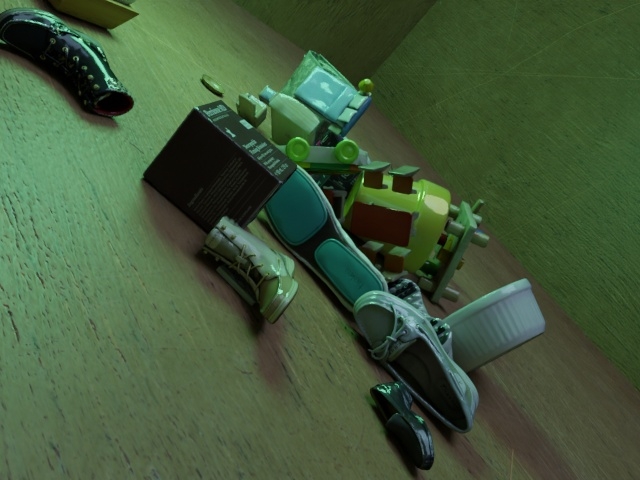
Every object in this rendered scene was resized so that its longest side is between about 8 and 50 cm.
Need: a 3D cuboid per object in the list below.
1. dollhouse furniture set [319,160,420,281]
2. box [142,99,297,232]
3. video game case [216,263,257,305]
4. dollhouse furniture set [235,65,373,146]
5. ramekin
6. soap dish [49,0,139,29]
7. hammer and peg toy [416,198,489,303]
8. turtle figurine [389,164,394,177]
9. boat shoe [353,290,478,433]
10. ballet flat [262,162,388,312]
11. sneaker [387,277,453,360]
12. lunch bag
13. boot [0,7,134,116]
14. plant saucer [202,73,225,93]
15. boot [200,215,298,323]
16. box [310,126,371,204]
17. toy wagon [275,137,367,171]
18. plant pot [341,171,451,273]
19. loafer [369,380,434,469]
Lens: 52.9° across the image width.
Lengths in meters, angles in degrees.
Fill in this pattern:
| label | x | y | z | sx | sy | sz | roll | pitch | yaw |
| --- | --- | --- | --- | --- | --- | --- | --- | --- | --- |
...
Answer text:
| label | x | y | z | sx | sy | sz | roll | pitch | yaw |
| --- | --- | --- | --- | --- | --- | --- | --- | --- | --- |
| dollhouse furniture set | 0.094 | -0.051 | 1.512 | 0.259 | 0.262 | 0.135 | 14 | 19 | 29 |
| box | -0.181 | -0.131 | 1.210 | 0.203 | 0.167 | 0.168 | 41 | 19 | -5 |
| video game case | -0.126 | 0.067 | 1.135 | 0.087 | 0.011 | 0.122 | 45 | 19 | 6 |
| dollhouse furniture set | -0.033 | -0.420 | 1.797 | 0.286 | 0.303 | 0.198 | 37 | -18 | 8 |
| ramekin | 0.401 | 0.211 | 1.517 | 0.273 | 0.273 | 0.127 | 6 | 53 | -61 |
| soap dish | -0.612 | -0.651 | 1.563 | 0.291 | 0.118 | 0.229 | 48 | 19 | 14 |
| hammer and peg toy | 0.385 | 0.006 | 1.921 | 0.127 | 0.266 | 0.361 | 23 | 21 | -1 |
| turtle figurine | 0.228 | -0.155 | 2.182 | 0.234 | 0.118 | 0.175 | 51 | 28 | -28 |
| boat shoe | 0.184 | 0.232 | 1.244 | 0.320 | 0.118 | 0.103 | 51 | 16 | 1 |
| ballet flat | 0.000 | 0.000 | 1.397 | 0.400 | 0.139 | 0.139 | 51 | 20 | 13 |
| sneaker | 0.209 | 0.190 | 1.436 | 0.118 | 0.110 | 0.292 | 61 | 0 | -33 |
| lunch bag | -0.017 | -0.485 | 2.218 | 0.169 | 0.235 | 0.287 | 8 | 39 | -51 |
| boot | -0.468 | -0.329 | 1.199 | 0.178 | 0.085 | 0.236 | 53 | 20 | 21 |
| plant saucer | -0.318 | -0.456 | 1.892 | 0.083 | 0.015 | 0.083 | 37 | 20 | -16 |
| boot | -0.120 | 0.042 | 1.063 | 0.165 | 0.077 | 0.213 | 38 | 14 | -16 |
| box | 0.068 | -0.206 | 1.923 | 0.163 | 0.142 | 0.247 | 33 | 21 | -26 |
| toy wagon | -0.065 | -0.204 | 1.595 | 0.344 | 0.068 | 0.267 | 0 | 1 | -15 |
| plant pot | 0.190 | -0.069 | 1.752 | 0.239 | 0.254 | 0.254 | 23 | 22 | -7 |
| loafer | 0.134 | 0.309 | 1.073 | 0.061 | 0.062 | 0.170 | 6 | 32 | -26 |
